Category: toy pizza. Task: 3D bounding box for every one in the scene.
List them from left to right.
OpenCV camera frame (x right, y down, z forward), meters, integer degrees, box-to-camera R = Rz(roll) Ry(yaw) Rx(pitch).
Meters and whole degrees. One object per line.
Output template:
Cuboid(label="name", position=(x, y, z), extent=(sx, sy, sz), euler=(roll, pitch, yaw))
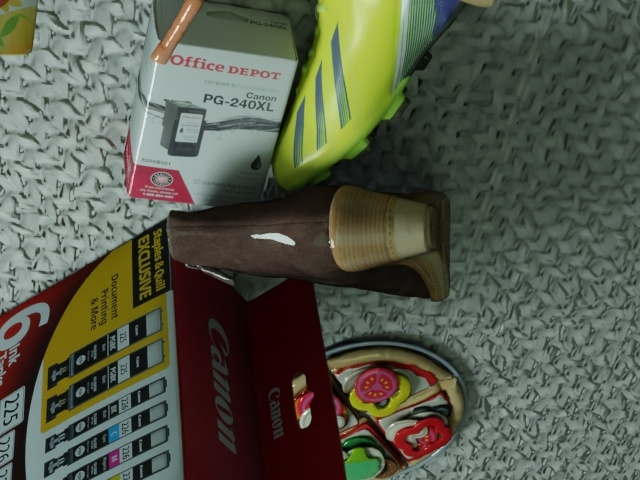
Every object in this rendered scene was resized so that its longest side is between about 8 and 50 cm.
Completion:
Cuboid(label="toy pizza", position=(0.047, 0.177, 1.375), extent=(0.201, 0.032, 0.201), euler=(-4, 130, -5))

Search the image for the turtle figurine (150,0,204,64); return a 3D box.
Cuboid(label="turtle figurine", position=(-0.096, -0.263, 0.858), extent=(0.087, 0.217, 0.269), euler=(5, 127, 1))

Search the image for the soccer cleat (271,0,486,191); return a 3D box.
Cuboid(label="soccer cleat", position=(0.033, -0.159, 1.067), extent=(0.121, 0.093, 0.289), euler=(34, 121, -8))

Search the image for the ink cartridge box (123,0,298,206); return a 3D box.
Cuboid(label="ink cartridge box", position=(-0.088, -0.104, 1.097), extent=(0.109, 0.063, 0.150), euler=(6, 129, -14))

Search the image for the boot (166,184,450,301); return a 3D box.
Cuboid(label="boot", position=(0.000, 0.000, 1.157), extent=(0.207, 0.090, 0.248), euler=(-1, 171, 11))

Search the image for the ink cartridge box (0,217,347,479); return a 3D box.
Cuboid(label="ink cartridge box", position=(-0.134, 0.143, 1.138), extent=(0.272, 0.309, 0.130), euler=(-30, 128, 15))

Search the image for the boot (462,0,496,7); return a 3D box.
Cuboid(label="boot", position=(0.085, -0.310, 0.887), extent=(0.211, 0.104, 0.295), euler=(-55, 134, -13))

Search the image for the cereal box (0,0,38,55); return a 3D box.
Cuboid(label="cereal box", position=(-0.259, -0.238, 0.902), extent=(0.173, 0.047, 0.240), euler=(-3, 118, -33))
